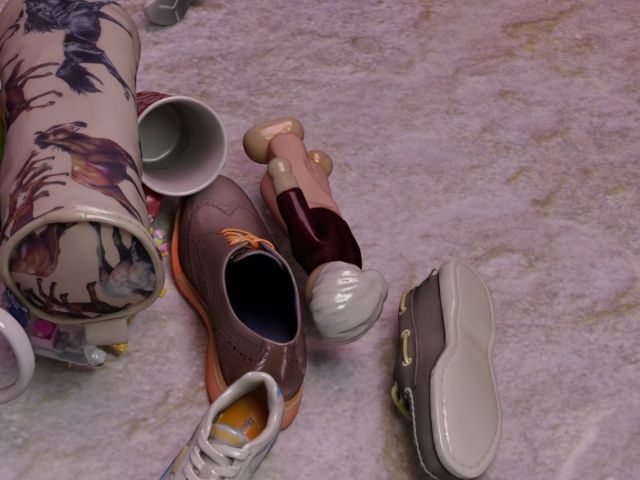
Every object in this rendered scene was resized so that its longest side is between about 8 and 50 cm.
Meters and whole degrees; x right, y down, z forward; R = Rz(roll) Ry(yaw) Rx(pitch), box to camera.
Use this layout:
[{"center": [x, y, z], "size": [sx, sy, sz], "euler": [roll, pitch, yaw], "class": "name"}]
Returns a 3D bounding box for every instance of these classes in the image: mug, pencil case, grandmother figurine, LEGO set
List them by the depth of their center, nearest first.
[{"center": [-0.250, -0.092, 1.818], "size": [0.160, 0.183, 0.410], "euler": [-1, 43, -10], "class": "pencil case"}, {"center": [-0.216, -0.004, 1.893], "size": [0.132, 0.107, 0.287], "euler": [12, 57, -8], "class": "LEGO set"}, {"center": [0.000, 0.000, 1.999], "size": [0.208, 0.104, 0.342], "euler": [39, 17, -30], "class": "grandmother figurine"}, {"center": [-0.195, -0.107, 2.059], "size": [0.113, 0.150, 0.169], "euler": [49, -6, -20], "class": "mug"}]

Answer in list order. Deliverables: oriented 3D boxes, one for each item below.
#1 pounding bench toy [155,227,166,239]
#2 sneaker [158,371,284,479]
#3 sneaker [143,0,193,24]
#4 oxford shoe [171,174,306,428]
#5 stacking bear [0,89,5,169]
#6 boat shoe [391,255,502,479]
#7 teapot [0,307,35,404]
[{"center": [-0.215, 0.006, 1.991], "size": [0.083, 0.052, 0.065], "euler": [10, 40, -9], "class": "pounding bench toy"}, {"center": [-0.109, 0.223, 1.723], "size": [0.087, 0.092, 0.229], "euler": [25, 57, 7], "class": "sneaker"}, {"center": [-0.202, -0.331, 2.405], "size": [0.061, 0.054, 0.152], "euler": [14, 33, 21], "class": "sneaker"}, {"center": [-0.076, 0.033, 1.946], "size": [0.130, 0.133, 0.364], "euler": [0, 42, -20], "class": "oxford shoe"}, {"center": [-0.381, -0.105, 1.986], "size": [0.164, 0.175, 0.289], "euler": [12, 19, 40], "class": "stacking bear"}, {"center": [0.129, 0.147, 1.922], "size": [0.109, 0.091, 0.305], "euler": [44, 32, -28], "class": "boat shoe"}, {"center": [-0.437, 0.080, 1.717], "size": [0.256, 0.187, 0.252], "euler": [-9, 46, -30], "class": "teapot"}]
